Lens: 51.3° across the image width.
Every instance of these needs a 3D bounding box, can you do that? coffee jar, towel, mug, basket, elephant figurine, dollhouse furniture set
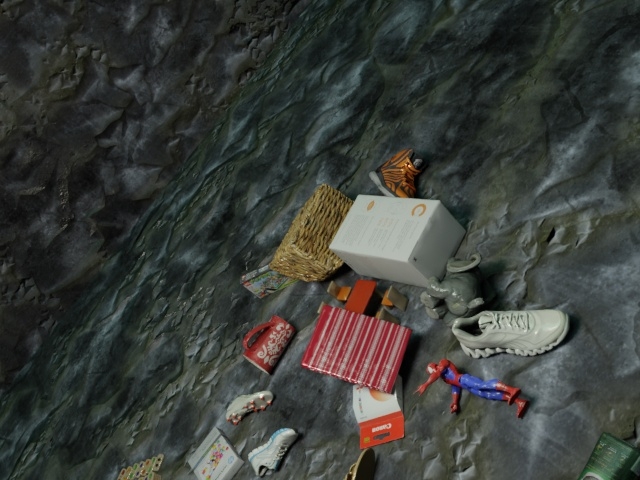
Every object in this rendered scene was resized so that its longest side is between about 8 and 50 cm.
[{"bbox_3d":[0.564,0.484,1.329,0.184,0.079,0.096,-53,39,-8],"label":"coffee jar"},{"bbox_3d":[0.098,0.300,1.860,0.275,0.031,0.198,14,66,21],"label":"towel"},{"bbox_3d":[-0.167,0.334,2.186,0.113,0.150,0.169,31,74,20],"label":"mug"},{"bbox_3d":[0.000,0.000,2.281,0.223,0.214,0.299,-46,15,56],"label":"basket"},{"bbox_3d":[0.389,0.108,1.802,0.186,0.169,0.239,31,51,23],"label":"elephant figurine"},{"bbox_3d":[0.093,0.232,2.005,0.262,0.135,0.259,1,58,47],"label":"dollhouse furniture set"}]

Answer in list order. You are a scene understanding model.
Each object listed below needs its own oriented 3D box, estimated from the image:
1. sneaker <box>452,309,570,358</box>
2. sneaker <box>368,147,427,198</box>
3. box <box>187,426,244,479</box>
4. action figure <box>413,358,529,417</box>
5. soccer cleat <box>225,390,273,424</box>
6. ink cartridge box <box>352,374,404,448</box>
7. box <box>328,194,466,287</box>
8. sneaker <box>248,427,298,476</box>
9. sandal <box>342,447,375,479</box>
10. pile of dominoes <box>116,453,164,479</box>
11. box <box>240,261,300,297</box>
[{"bbox_3d":[0.464,0.220,1.648,0.292,0.118,0.110,-17,44,34],"label":"sneaker"},{"bbox_3d":[0.282,-0.211,2.220,0.180,0.124,0.321,-43,33,9],"label":"sneaker"},{"bbox_3d":[-0.331,0.698,2.101,0.145,0.038,0.186,-52,37,-4],"label":"box"},{"bbox_3d":[0.349,0.379,1.635,0.139,0.091,0.280,-48,34,-18],"label":"action figure"},{"bbox_3d":[-0.232,0.519,2.141,0.196,0.068,0.076,-34,35,23],"label":"soccer cleat"},{"bbox_3d":[0.154,0.460,1.811,0.145,0.045,0.179,-26,39,29],"label":"ink cartridge box"},{"bbox_3d":[0.231,-0.003,2.050,0.345,0.168,0.215,9,64,50],"label":"box"},{"bbox_3d":[-0.128,0.621,1.945,0.190,0.071,0.083,-45,41,19],"label":"sneaker"},{"bbox_3d":[0.072,0.642,1.690,0.079,0.088,0.240,-7,57,35],"label":"sandal"},{"bbox_3d":[-0.647,0.847,2.290,0.251,0.040,0.196,-26,41,27],"label":"pile of dominoes"},{"bbox_3d":[-0.173,0.133,2.394,0.207,0.114,0.036,-26,42,29],"label":"box"}]
